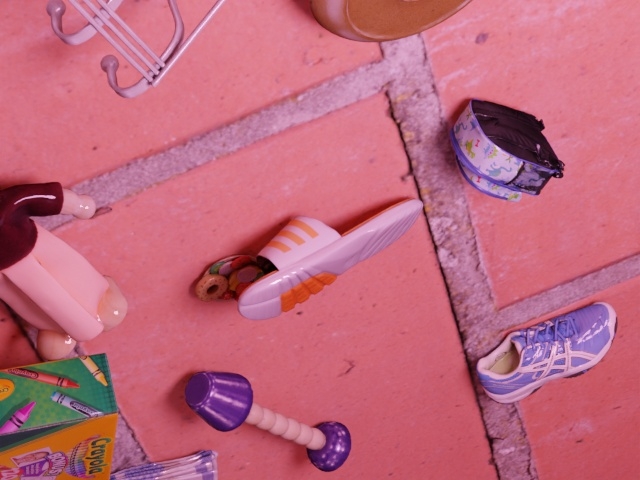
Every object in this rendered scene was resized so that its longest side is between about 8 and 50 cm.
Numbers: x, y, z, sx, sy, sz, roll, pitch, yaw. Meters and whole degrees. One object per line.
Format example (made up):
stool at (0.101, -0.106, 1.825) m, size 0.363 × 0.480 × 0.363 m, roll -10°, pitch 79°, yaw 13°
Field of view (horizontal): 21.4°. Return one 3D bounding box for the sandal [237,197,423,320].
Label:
sandal at (-0.001, 0.005, 1.993) m, size 0.265 × 0.076 × 0.102 m, roll -30°, pitch 160°, yaw -24°

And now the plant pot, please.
plant pot at (0.101, -0.276, 1.702) m, size 0.236 × 0.032 × 0.236 m, roll -24°, pitch 153°, yaw -13°

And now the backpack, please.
backpack at (0.202, -0.101, 1.933) m, size 0.114 × 0.105 × 0.084 m, roll 19°, pitch 125°, yaw -32°

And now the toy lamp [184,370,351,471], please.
toy lamp at (-0.069, 0.231, 2.206) m, size 0.080 × 0.080 × 0.274 m, roll -39°, pitch 140°, yaw 19°

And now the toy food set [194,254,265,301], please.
toy food set at (-0.104, 0.047, 2.023) m, size 0.083 × 0.020 × 0.082 m, roll 20°, pitch 125°, yaw -39°

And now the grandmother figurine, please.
grandmother figurine at (-0.335, 0.006, 1.813) m, size 0.208 × 0.104 × 0.342 m, roll -38°, pitch 142°, yaw 5°

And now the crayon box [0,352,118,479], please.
crayon box at (-0.334, 0.234, 2.024) m, size 0.165 × 0.081 × 0.278 m, roll -10°, pitch 155°, yaw -14°

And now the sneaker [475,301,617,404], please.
sneaker at (0.304, 0.148, 2.279) m, size 0.211 × 0.080 × 0.081 m, roll -34°, pitch 142°, yaw 12°

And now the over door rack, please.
over door rack at (-0.127, -0.304, 1.543) m, size 0.324 × 0.108 × 0.239 m, roll -41°, pitch 149°, yaw 2°

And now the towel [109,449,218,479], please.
towel at (-0.273, 0.373, 2.303) m, size 0.285 × 0.034 × 0.209 m, roll -12°, pitch 142°, yaw -10°
